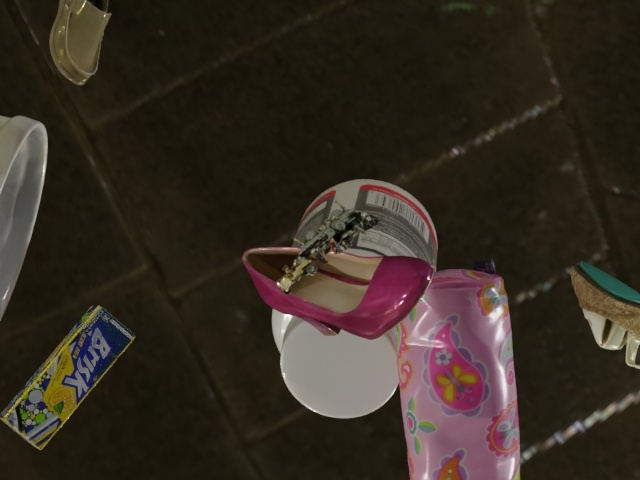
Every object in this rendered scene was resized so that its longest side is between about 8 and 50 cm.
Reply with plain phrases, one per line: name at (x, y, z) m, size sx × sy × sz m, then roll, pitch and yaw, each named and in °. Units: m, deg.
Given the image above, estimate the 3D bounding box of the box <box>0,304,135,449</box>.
box at (-0.289, 0.155, 1.784) m, size 0.059 × 0.054 × 0.169 m, roll 42°, pitch 76°, yaw -12°

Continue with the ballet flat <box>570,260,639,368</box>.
ballet flat at (0.296, 0.082, 1.494) m, size 0.073 × 0.206 × 0.067 m, roll 17°, pitch 100°, yaw -30°

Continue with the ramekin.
ramekin at (-0.313, -0.015, 1.314) m, size 0.109 × 0.207 × 0.207 m, roll 16°, pitch 111°, yaw 0°

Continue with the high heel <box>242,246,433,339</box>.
high heel at (0.013, 0.032, 1.488) m, size 0.117 × 0.244 × 0.082 m, roll 37°, pitch 73°, yaw -15°

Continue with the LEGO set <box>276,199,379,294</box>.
LEGO set at (0.001, -0.001, 0.769) m, size 0.054 × 0.083 × 0.023 m, roll -39°, pitch 88°, yaw 10°

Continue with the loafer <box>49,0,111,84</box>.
loafer at (-0.266, -0.243, 1.746) m, size 0.050 × 0.148 × 0.056 m, roll -24°, pitch 147°, yaw 36°

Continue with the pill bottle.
pill bottle at (0.040, 0.066, 1.787) m, size 0.176 × 0.318 × 0.176 m, roll 3°, pitch 115°, yaw 7°

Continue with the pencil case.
pencil case at (0.139, 0.167, 1.602) m, size 0.124 × 0.124 × 0.284 m, roll -7°, pitch 92°, yaw -18°
